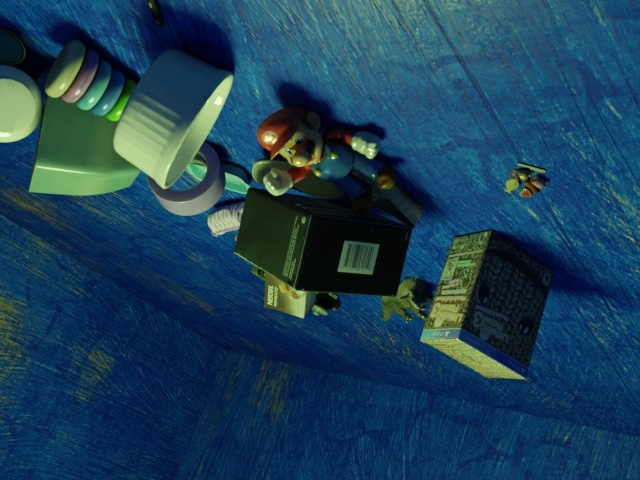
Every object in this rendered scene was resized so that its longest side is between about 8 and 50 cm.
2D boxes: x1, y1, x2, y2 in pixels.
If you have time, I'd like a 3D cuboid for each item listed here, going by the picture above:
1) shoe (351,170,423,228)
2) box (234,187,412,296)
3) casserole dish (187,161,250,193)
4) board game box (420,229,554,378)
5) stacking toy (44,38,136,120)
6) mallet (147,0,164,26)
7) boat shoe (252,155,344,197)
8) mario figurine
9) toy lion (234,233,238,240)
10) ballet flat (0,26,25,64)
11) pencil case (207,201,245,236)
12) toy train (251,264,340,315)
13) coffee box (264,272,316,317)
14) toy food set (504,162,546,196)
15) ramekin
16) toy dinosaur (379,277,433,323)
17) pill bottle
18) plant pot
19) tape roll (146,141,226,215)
[{"bbox_3d":[0.157,-0.101,1.769,0.219,0.058,0.077,32,158,-26],"label":"shoe"},{"bbox_3d":[0.000,0.000,1.775,0.296,0.182,0.294,7,-170,-36],"label":"box"},{"bbox_3d":[-0.270,-0.180,2.029,0.188,0.037,0.114,16,161,12],"label":"casserole dish"},{"bbox_3d":[0.413,0.160,1.843,0.232,0.291,0.141,30,158,-24],"label":"board game box"},{"bbox_3d":[-0.454,-0.322,1.736,0.330,0.141,0.141,28,160,-32],"label":"stacking toy"},{"bbox_3d":[-0.325,-0.457,1.384,0.062,0.039,0.189,22,164,0],"label":"mallet"},{"bbox_3d":[-0.045,-0.160,1.831,0.233,0.084,0.079,12,-163,6],"label":"boat shoe"},{"bbox_3d":[0.006,-0.159,1.592,0.321,0.198,0.170,27,174,-27],"label":"mario figurine"},{"bbox_3d":[-0.204,-0.024,2.282,0.034,0.100,0.096,39,173,-36],"label":"toy lion"},{"bbox_3d":[-0.784,-0.472,1.771,0.231,0.077,0.077,22,-179,7],"label":"ballet flat"},{"bbox_3d":[-0.265,-0.064,2.250,0.086,0.088,0.206,30,158,-28],"label":"pencil case"},{"bbox_3d":[-0.077,0.140,2.536,0.334,0.142,0.190,35,168,-37],"label":"toy train"},{"bbox_3d":[-0.086,0.097,2.287,0.141,0.098,0.246,16,122,17],"label":"coffee box"},{"bbox_3d":[0.418,-0.115,1.527,0.078,0.019,0.122,17,160,12],"label":"toy food set"},{"bbox_3d":[-0.306,-0.257,1.542,0.135,0.277,0.277,30,159,-4],"label":"ramekin"},{"bbox_3d":[0.266,0.186,2.364,0.160,0.121,0.313,40,160,-15],"label":"toy dinosaur"},{"bbox_3d":[-0.778,-0.336,1.818,0.181,0.181,0.323,34,174,-31],"label":"pill bottle"},{"bbox_3d":[-0.583,-0.243,1.906,0.252,0.247,0.248,11,165,-22],"label":"plant pot"},{"bbox_3d":[-0.343,-0.164,1.923,0.189,0.189,0.080,17,160,12],"label":"tape roll"}]
